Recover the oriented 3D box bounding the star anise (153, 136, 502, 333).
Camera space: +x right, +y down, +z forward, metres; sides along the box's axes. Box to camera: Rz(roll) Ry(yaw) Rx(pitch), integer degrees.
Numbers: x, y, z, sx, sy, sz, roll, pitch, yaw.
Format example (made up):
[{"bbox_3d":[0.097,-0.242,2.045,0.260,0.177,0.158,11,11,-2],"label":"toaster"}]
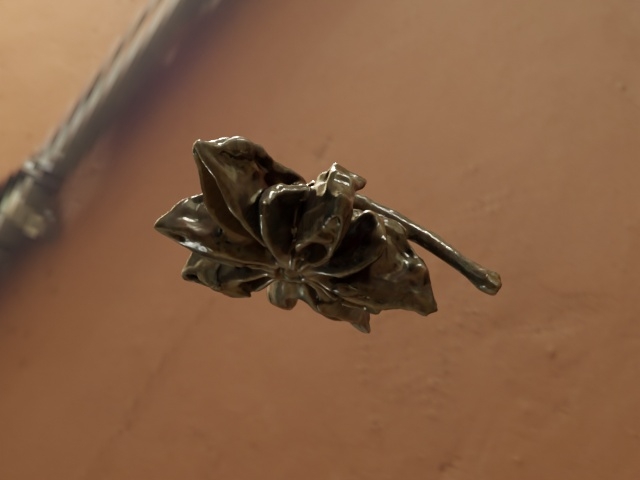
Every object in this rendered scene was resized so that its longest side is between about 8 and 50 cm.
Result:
[{"bbox_3d":[0.001,0.000,1.345,0.209,0.231,0.089,146,-42,-62],"label":"star anise"}]
